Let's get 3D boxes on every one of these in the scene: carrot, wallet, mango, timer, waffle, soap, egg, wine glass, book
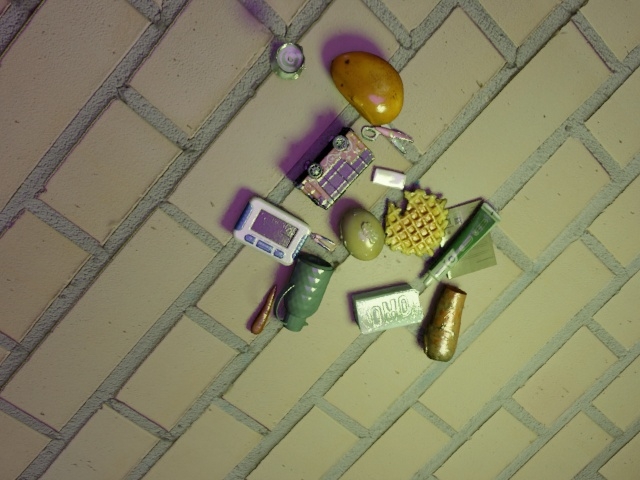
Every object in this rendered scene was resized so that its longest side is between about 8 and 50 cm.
[{"bbox_3d":[0.500,0.335,1.901,0.138,0.139,0.302,16,97,-11],"label":"carrot"},{"bbox_3d":[0.256,-0.230,1.771,0.122,0.025,0.061,11,101,-11],"label":"wallet"},{"bbox_3d":[0.163,-0.530,1.614,0.290,0.160,0.191,40,89,-4],"label":"mango"},{"bbox_3d":[-0.178,-0.036,1.738,0.253,0.078,0.179,29,97,-15],"label":"timer"},{"bbox_3d":[0.366,-0.065,1.806,0.249,0.056,0.262,8,102,-5],"label":"waffle"},{"bbox_3d":[0.263,0.268,1.869,0.261,0.094,0.150,-11,106,-4],"label":"soap"},{"bbox_3d":[0.153,-0.023,1.746,0.164,0.164,0.202,-25,100,-1],"label":"egg"},{"bbox_3d":[-0.212,0.268,1.834,0.048,0.048,0.216,24,96,-13],"label":"carrot"},{"bbox_3d":[-0.104,-0.587,1.547,0.122,0.183,0.122,-1,104,-6],"label":"wine glass"},{"bbox_3d":[0.571,-0.003,1.874,0.214,0.025,0.283,-16,106,-2],"label":"book"}]

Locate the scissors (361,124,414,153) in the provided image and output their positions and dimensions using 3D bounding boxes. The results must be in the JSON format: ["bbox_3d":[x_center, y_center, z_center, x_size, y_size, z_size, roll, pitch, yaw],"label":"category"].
[{"bbox_3d":[0.252,-0.388,1.731,0.187,0.020,0.134,32,101,-13],"label":"scissors"}]

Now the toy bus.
[{"bbox_3d":[0.044,-0.251,1.681,0.167,0.138,0.275,43,93,-17],"label":"toy bus"}]

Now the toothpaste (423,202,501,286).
[{"bbox_3d":[0.534,0.028,1.838,0.098,0.061,0.392,41,95,-7],"label":"toothpaste"}]

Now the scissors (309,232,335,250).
[{"bbox_3d":[0.000,0.000,1.804,0.113,0.012,0.039,29,99,-14],"label":"scissors"}]

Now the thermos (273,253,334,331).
[{"bbox_3d":[-0.073,0.201,1.772,0.182,0.145,0.287,13,104,-39],"label":"thermos"}]
